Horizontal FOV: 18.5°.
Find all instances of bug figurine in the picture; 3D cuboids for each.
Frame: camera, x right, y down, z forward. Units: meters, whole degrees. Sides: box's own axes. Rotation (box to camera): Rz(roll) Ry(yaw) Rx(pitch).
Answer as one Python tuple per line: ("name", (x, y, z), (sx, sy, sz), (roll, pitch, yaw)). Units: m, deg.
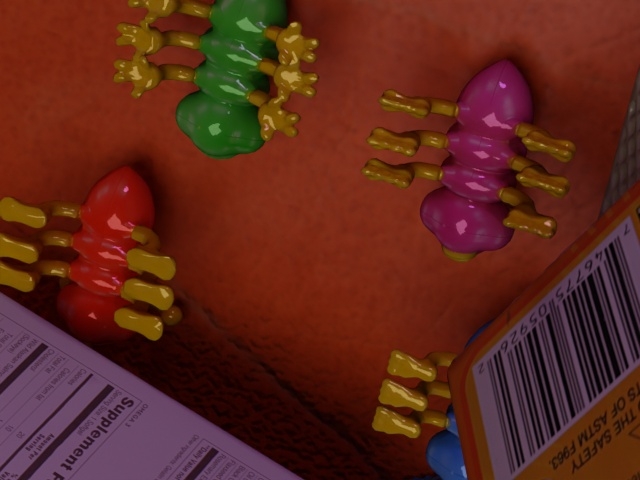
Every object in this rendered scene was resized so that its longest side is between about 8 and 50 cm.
("bug figurine", (0.000, 0.000, 0.880), (0.279, 0.072, 0.216), (22, 113, 11))

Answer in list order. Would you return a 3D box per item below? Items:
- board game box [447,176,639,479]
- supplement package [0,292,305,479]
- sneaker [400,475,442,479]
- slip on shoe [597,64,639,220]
("board game box", (0.306, 0.121, 0.620), (0.356, 0.356, 0.356), (28, 122, -26))
("supplement package", (-0.136, 0.184, 0.884), (0.263, 0.198, 0.199), (30, 139, 14))
("sneaker", (0.092, 0.168, 0.925), (0.229, 0.087, 0.092), (0, 116, 19))
("slip on shoe", (0.187, -0.039, 0.793), (0.101, 0.123, 0.331), (7, 119, -12))
